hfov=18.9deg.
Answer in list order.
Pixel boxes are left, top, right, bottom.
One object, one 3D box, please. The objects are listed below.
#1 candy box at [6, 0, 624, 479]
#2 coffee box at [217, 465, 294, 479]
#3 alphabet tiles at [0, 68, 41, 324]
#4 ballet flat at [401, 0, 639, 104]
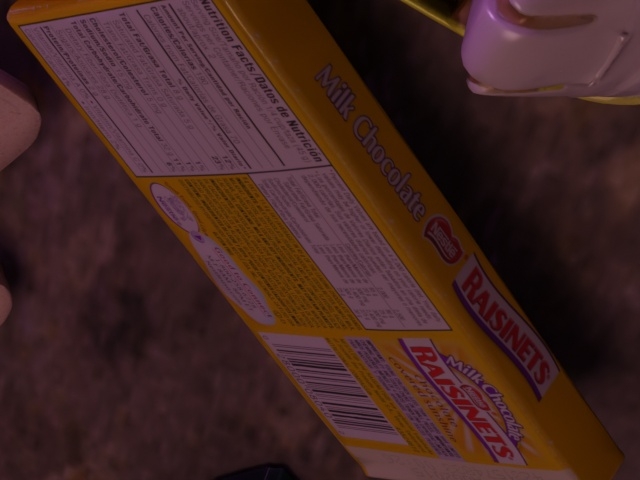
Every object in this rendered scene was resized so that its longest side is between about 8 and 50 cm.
[{"bbox_3d":[0.000,0.000,0.572,0.105,0.027,0.206,-2,132,48],"label":"candy box"},{"bbox_3d":[0.007,0.185,0.699,0.040,0.113,0.184,-19,122,33],"label":"coffee box"},{"bbox_3d":[-0.237,0.001,0.585,0.278,0.021,0.284,-36,140,21],"label":"alphabet tiles"},{"bbox_3d":[0.031,-0.078,0.473,0.231,0.077,0.077,27,134,-4],"label":"ballet flat"}]
